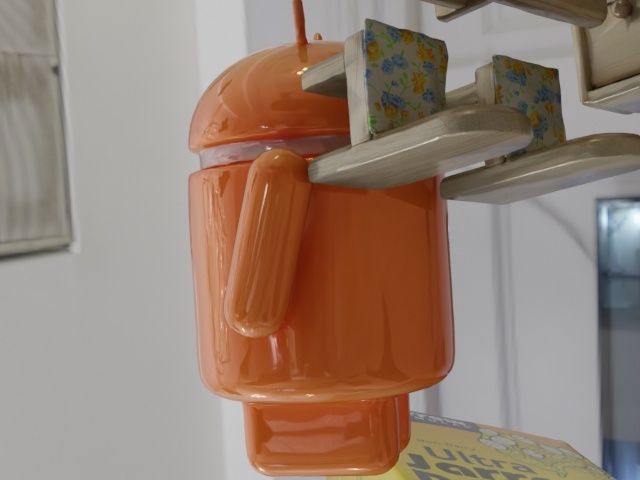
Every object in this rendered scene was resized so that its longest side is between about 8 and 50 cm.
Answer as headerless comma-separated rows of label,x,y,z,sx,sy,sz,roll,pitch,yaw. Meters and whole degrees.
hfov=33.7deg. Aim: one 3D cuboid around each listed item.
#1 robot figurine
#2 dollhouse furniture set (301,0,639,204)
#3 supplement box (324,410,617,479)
robot figurine,0.000,0.000,0.510,0.158,0.128,0.219,-2,-91,-40
dollhouse furniture set,0.121,-0.134,0.444,0.242,0.161,0.212,3,-102,-39
supplement box,0.116,0.247,0.653,0.356,0.194,0.195,-152,75,-78
